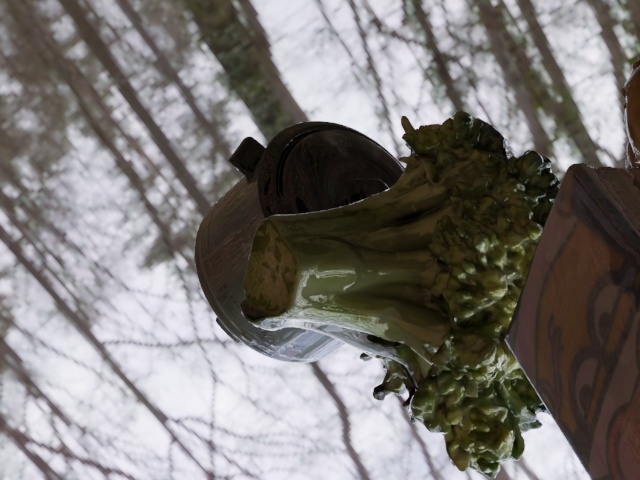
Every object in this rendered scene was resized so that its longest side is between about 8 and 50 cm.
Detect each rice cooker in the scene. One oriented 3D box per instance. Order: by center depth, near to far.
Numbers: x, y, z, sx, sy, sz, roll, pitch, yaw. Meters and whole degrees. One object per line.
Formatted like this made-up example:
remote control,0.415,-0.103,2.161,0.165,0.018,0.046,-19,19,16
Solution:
rice cooker,0.000,0.000,1.481,0.227,0.280,0.241,-40,-168,44

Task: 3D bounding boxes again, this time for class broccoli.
broccoli,0.056,0.042,0.938,0.247,0.243,0.263,-25,-116,51

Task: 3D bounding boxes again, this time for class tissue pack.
tissue pack,0.152,0.050,0.609,0.065,0.115,0.155,0,-145,-20

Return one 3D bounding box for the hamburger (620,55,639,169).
hamburger,0.319,-0.085,0.860,0.243,0.146,0.286,-7,-146,14
